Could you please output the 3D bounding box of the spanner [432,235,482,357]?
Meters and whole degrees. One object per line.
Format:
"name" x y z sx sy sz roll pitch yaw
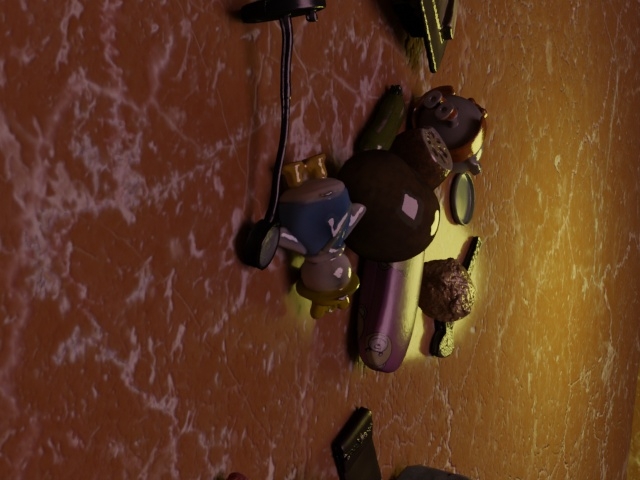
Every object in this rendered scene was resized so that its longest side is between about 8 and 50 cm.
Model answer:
"spanner" 0.280 0.107 1.928 0.325 0.026 0.093 -61 141 -40

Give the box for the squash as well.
"squash" 0.109 -0.194 1.602 0.183 0.052 0.052 -63 141 -42

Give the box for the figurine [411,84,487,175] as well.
"figurine" 0.250 -0.196 1.763 0.271 0.143 0.143 16 78 -57

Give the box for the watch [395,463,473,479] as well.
"watch" 0.191 0.556 1.682 0.253 0.162 0.241 -49 139 -47

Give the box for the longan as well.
"longan" 0.097 -0.052 1.476 0.167 0.167 0.187 -53 130 -45

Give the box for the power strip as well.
"power strip" 0.188 -0.464 1.683 0.251 0.092 0.257 53 46 -58

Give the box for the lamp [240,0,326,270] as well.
"lamp" -0.078 -0.155 1.292 0.130 0.108 0.371 -30 132 -69

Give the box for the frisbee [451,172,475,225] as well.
"frisbee" 0.289 -0.085 1.946 0.110 0.014 0.110 -2 92 -61

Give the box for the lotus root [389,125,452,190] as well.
"lotus root" 0.170 -0.136 1.633 0.112 0.081 0.122 61 25 4

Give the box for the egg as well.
"egg" 0.226 0.089 1.745 0.140 0.118 0.116 35 78 -45

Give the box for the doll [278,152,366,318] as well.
"doll" -0.001 0.000 1.373 0.135 0.099 0.241 -38 126 -52

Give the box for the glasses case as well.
"glasses case" 0.121 0.062 1.602 0.123 0.076 0.316 31 65 -54

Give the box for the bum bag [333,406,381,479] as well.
"bum bag" 0.067 0.365 1.573 0.109 0.026 0.159 -48 131 -49

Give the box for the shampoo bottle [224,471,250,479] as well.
"shampoo bottle" -0.153 0.369 1.172 0.221 0.051 0.108 -46 128 -50
